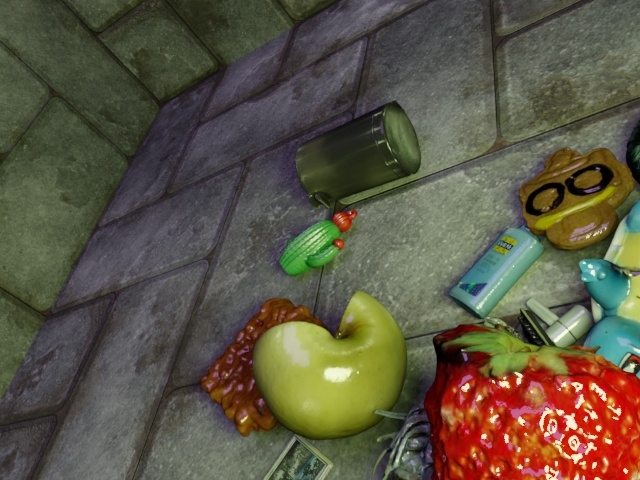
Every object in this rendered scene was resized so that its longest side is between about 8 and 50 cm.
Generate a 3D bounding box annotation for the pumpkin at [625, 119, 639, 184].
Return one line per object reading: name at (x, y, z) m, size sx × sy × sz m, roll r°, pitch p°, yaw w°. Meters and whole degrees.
pumpkin at (0.657, -0.171, 1.060) m, size 0.202 × 0.140 × 0.202 m, roll -46°, pitch 36°, yaw 50°

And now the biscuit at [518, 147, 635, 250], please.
biscuit at (0.486, -0.096, 1.136) m, size 0.208 × 0.041 × 0.291 m, roll -27°, pitch 32°, yaw 27°

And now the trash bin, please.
trash bin at (0.102, -0.236, 1.648) m, size 0.301 × 0.203 × 0.252 m, roll -18°, pitch 54°, yaw 34°

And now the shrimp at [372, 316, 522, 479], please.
shrimp at (0.214, 0.316, 0.998) m, size 0.221 × 0.166 × 0.410 m, roll 31°, pitch 61°, yaw 33°

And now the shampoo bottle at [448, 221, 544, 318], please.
shampoo bottle at (0.378, 0.040, 1.197) m, size 0.258 × 0.061 × 0.104 m, roll -46°, pitch 32°, yaw -5°

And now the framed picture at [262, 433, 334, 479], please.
framed picture at (-0.067, 0.497, 1.201) m, size 0.183 × 0.011 × 0.142 m, roll -53°, pitch 35°, yaw -13°

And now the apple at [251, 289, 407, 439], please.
apple at (0.031, 0.258, 1.130) m, size 0.294 × 0.258 × 0.233 m, roll -15°, pitch 46°, yaw -30°

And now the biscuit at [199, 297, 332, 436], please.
biscuit at (-0.120, 0.291, 1.391) m, size 0.312 × 0.110 × 0.318 m, roll -49°, pitch 35°, yaw -12°

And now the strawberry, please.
strawberry at (0.279, 0.278, 0.776) m, size 0.291 × 0.310 × 0.292 m, roll -6°, pitch 11°, yaw 1°

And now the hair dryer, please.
hair dryer at (0.423, 0.136, 1.069) m, size 0.082 × 0.047 × 0.137 m, roll -41°, pitch 27°, yaw 2°

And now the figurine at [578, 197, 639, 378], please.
figurine at (0.526, 0.051, 0.904) m, size 0.417 × 0.297 × 0.243 m, roll -61°, pitch 4°, yaw -28°

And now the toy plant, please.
toy plant at (-0.005, 0.011, 1.593) m, size 0.240 × 0.088 × 0.155 m, roll -23°, pitch 37°, yaw 21°

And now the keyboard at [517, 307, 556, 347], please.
keyboard at (0.392, 0.209, 0.972) m, size 0.025 × 0.094 × 0.230 m, roll -26°, pitch 36°, yaw 5°
